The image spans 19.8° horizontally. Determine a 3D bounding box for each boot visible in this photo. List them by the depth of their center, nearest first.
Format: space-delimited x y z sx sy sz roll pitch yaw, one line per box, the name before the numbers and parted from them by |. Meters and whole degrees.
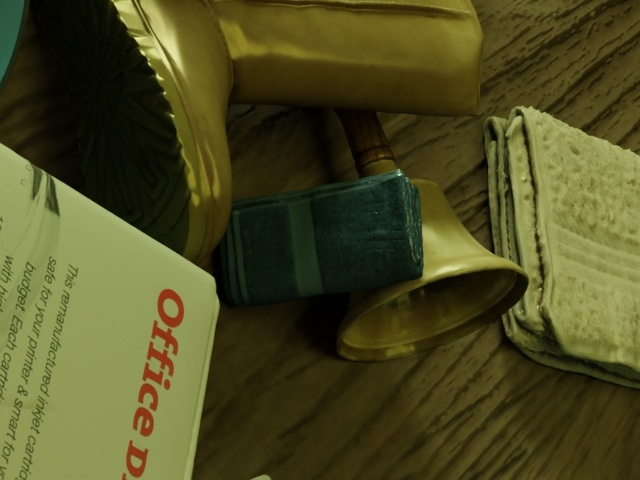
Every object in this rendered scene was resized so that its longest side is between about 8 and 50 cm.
boot | -0.011 -0.090 1.052 0.270 0.089 0.236 -1 60 -37

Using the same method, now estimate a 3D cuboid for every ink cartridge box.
ink cartridge box | -0.198 0.057 0.813 0.289 0.122 0.211 35 50 -35

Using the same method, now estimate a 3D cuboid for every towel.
towel | 0.000 0.000 1.071 0.029 0.119 0.067 52 31 -68
towel | 0.227 0.016 1.375 0.282 0.049 0.187 16 63 -45

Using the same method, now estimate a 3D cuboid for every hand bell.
hand bell | 0.030 -0.058 1.164 0.126 0.126 0.242 5 58 -48

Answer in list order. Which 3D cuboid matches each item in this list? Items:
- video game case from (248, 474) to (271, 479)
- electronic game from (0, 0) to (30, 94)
video game case | -0.037 0.234 0.953 0.183 0.023 0.201 -17 69 -51
electronic game | -0.206 -0.154 0.898 0.229 0.048 0.229 1 90 -68
